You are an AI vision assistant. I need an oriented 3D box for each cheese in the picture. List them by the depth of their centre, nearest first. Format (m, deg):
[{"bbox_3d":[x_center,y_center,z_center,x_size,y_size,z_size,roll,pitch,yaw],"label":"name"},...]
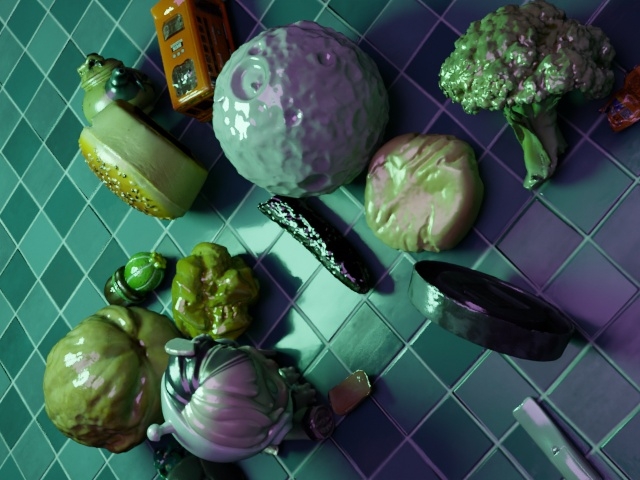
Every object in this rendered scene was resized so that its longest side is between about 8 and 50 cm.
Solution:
[{"bbox_3d":[0.192,-0.086,1.695,0.214,0.117,0.226,12,96,31],"label":"cheese"}]

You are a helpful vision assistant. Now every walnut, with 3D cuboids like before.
[{"bbox_3d":[-0.430,0.298,1.953,0.344,0.306,0.306,-44,59,51],"label":"walnut"}]

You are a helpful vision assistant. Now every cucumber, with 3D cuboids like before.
[{"bbox_3d":[0.000,0.000,1.834,0.303,0.081,0.072,41,150,26],"label":"cucumber"}]

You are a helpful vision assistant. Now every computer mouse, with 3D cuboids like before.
[{"bbox_3d":[-0.216,0.583,1.846,0.116,0.183,0.323,-34,65,53],"label":"computer mouse"}]

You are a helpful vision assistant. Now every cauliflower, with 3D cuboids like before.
[{"bbox_3d":[0.360,-0.270,1.546,0.260,0.281,0.327,-42,32,9],"label":"cauliflower"}]

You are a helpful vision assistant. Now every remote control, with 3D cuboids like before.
[{"bbox_3d":[0.394,0.345,1.550,0.050,0.027,0.184,-49,60,19],"label":"remote control"}]

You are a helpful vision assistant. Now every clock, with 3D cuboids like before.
[{"bbox_3d":[0.275,0.113,1.511,0.281,0.281,0.055,29,107,33],"label":"clock"}]

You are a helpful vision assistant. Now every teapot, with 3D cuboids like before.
[{"bbox_3d":[-0.488,-0.350,2.138,0.182,0.173,0.269,58,156,-16],"label":"teapot"}]

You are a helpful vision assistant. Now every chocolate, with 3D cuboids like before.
[{"bbox_3d":[0.063,0.293,1.780,0.101,0.031,0.064,-43,52,22],"label":"chocolate"}]

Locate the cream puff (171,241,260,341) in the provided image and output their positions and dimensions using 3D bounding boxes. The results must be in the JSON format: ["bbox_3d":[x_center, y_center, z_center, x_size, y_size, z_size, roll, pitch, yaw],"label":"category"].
[{"bbox_3d":[-0.211,0.114,1.908,0.195,0.195,0.221,2,90,34],"label":"cream puff"}]

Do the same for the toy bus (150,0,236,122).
[{"bbox_3d":[-0.275,-0.437,2.026,0.143,0.153,0.329,-23,72,32],"label":"toy bus"}]

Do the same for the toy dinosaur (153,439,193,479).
[{"bbox_3d":[-0.321,0.492,2.008,0.096,0.059,0.132,-52,51,28],"label":"toy dinosaur"}]

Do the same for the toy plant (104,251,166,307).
[{"bbox_3d":[-0.415,0.086,2.096,0.162,0.093,0.092,-39,64,21],"label":"toy plant"}]

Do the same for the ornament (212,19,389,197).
[{"bbox_3d":[-0.045,-0.247,1.752,0.337,0.337,0.337,-5,82,34],"label":"ornament"}]

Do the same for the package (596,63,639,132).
[{"bbox_3d":[0.515,-0.234,1.534,0.111,0.033,0.077,-42,53,18],"label":"package"}]

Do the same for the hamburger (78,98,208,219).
[{"bbox_3d":[-0.384,-0.165,1.994,0.176,0.300,0.300,-48,60,2],"label":"hamburger"}]

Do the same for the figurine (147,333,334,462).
[{"bbox_3d":[-0.144,0.311,1.731,0.253,0.361,0.211,28,89,30],"label":"figurine"}]
